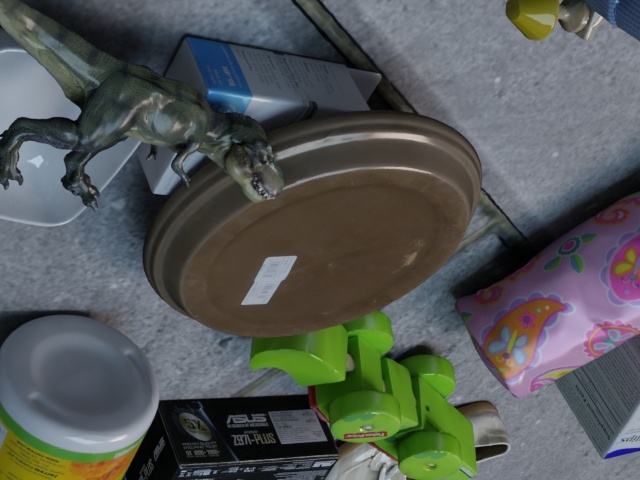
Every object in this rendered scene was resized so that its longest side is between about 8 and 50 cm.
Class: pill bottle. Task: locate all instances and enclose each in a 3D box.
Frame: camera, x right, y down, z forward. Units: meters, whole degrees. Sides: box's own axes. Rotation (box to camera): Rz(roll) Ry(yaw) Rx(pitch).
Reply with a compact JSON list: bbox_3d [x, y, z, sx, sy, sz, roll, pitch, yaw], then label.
[{"bbox_3d":[-0.239,0.191,1.147,0.136,0.136,0.245,2,135,-32],"label":"pill bottle"}]

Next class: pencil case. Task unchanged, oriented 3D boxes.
[{"bbox_3d":[0.273,0.036,1.286,0.284,0.124,0.124,-34,142,9],"label":"pencil case"}]

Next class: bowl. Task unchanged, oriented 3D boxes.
[{"bbox_3d":[-0.201,-0.082,0.914,0.142,0.053,0.142,16,126,-43],"label":"bowl"}]

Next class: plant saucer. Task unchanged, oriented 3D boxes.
[{"bbox_3d":[0.000,0.000,1.048,0.278,0.041,0.278,-14,150,-8],"label":"plant saucer"}]

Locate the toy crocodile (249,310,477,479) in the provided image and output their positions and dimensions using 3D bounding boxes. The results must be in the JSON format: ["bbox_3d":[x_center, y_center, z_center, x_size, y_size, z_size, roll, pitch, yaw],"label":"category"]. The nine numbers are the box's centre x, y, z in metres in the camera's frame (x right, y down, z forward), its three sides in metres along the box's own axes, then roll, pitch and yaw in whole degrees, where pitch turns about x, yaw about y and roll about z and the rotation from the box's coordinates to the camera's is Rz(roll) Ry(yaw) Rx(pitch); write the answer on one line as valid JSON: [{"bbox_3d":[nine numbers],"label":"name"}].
[{"bbox_3d":[0.058,0.159,1.308,0.105,0.115,0.340,-21,145,25],"label":"toy crocodile"}]

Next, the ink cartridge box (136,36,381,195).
[{"bbox_3d":[-0.036,-0.083,1.004,0.180,0.060,0.104,5,134,-35],"label":"ink cartridge box"}]

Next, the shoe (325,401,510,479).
[{"bbox_3d":[0.106,0.233,1.467,0.219,0.058,0.076,-15,141,-15],"label":"shoe"}]

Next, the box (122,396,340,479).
[{"bbox_3d":[-0.095,0.231,1.329,0.180,0.077,0.147,1,135,-31],"label":"box"}]

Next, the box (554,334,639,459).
[{"bbox_3d":[0.325,0.141,1.432,0.072,0.126,0.137,-7,139,-27],"label":"box"}]

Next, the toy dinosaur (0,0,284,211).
[{"bbox_3d":[-0.145,-0.077,0.865,0.118,0.064,0.268,-44,135,17],"label":"toy dinosaur"}]

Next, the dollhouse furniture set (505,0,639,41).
[{"bbox_3d":[0.222,-0.212,0.816,0.198,0.286,0.303,1,124,-31],"label":"dollhouse furniture set"}]
